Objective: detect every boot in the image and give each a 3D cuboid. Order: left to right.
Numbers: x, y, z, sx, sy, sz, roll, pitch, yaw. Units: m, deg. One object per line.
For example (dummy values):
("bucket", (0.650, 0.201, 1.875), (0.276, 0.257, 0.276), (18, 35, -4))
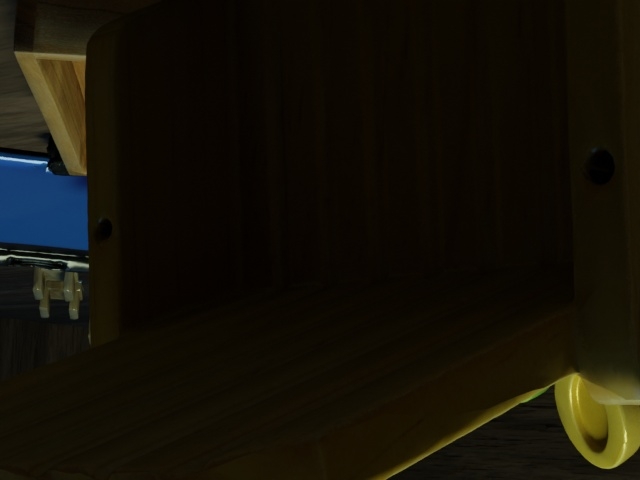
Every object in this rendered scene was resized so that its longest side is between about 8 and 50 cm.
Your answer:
("boot", (-0.220, -0.077, 1.543), (0.099, 0.045, 0.121), (-1, 164, 6))

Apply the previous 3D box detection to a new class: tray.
("tray", (-0.104, -0.116, 1.148), (0.202, 0.076, 0.411), (3, 171, -4))

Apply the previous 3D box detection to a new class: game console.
("game console", (-0.324, -0.060, 1.750), (0.293, 0.173, 0.250), (7, -158, -27))

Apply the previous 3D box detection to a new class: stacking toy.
("stacking toy", (0.277, 0.055, 1.604), (0.130, 0.309, 0.279), (-16, -163, -22))

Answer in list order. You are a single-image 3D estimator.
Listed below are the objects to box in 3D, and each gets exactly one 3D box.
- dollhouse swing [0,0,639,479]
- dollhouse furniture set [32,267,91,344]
("dollhouse swing", (-0.031, -0.041, 0.694), (0.347, 0.315, 0.305), (-6, 175, 44))
("dollhouse furniture set", (-0.260, 0.030, 2.017), (0.212, 0.161, 0.242), (3, 159, -4))
